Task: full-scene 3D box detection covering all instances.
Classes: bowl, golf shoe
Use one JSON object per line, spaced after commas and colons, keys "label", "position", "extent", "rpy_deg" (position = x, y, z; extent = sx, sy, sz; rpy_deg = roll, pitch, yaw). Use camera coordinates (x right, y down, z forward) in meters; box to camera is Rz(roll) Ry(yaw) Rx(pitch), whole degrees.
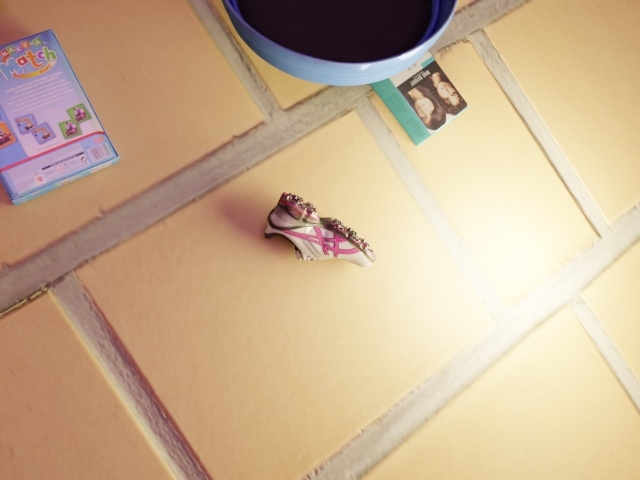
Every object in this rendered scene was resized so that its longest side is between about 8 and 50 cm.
{"label": "bowl", "position": [0.026, -0.420, 1.006], "extent": [0.391, 0.077, 0.391], "rpy_deg": [2, 67, -5]}
{"label": "golf shoe", "position": [0.000, 0.000, 0.987], "extent": [0.186, 0.067, 0.086], "rpy_deg": [30, 102, -12]}

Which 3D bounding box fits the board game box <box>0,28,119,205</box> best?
{"label": "board game box", "position": [-0.414, -0.179, 0.894], "extent": [0.160, 0.039, 0.211], "rpy_deg": [-28, 93, -19]}

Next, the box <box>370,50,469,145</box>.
{"label": "box", "position": [0.141, -0.294, 1.076], "extent": [0.100, 0.060, 0.244], "rpy_deg": [-38, 92, -19]}
